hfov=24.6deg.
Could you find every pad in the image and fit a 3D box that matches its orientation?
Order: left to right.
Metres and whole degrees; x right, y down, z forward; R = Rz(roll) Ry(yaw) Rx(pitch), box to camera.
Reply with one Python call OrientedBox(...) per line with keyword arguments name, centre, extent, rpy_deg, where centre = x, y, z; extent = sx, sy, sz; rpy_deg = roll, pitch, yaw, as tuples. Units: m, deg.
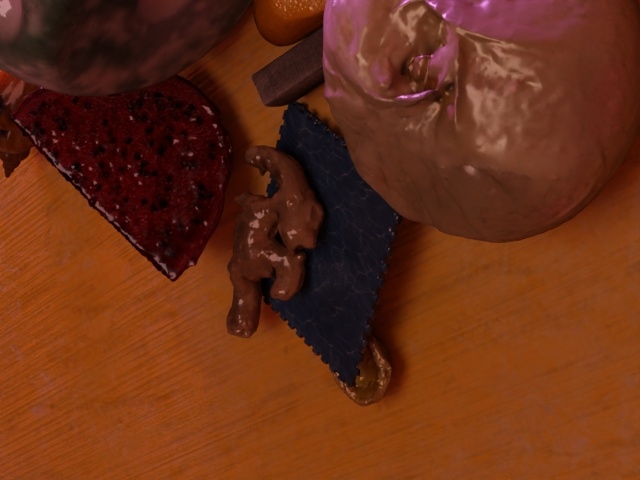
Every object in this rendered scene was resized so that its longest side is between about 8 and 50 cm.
OrientedBox(name="pad", centre=(0.000, 0.000, 1.757), extent=(0.270, 0.012, 0.268), rpy_deg=(41, 126, 47))

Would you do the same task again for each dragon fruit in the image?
OrientedBox(name="dragon fruit", centre=(-0.216, -0.108, 1.911), extent=(0.205, 0.152, 0.317), rpy_deg=(-44, 79, -3))

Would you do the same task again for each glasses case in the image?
OrientedBox(name="glasses case", centre=(0.011, -0.215, 1.690), extent=(0.205, 0.071, 0.047), rpy_deg=(-28, 82, 45))

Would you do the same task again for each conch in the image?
OrientedBox(name="conch", centre=(-0.420, -0.237, 2.110), extent=(0.109, 0.093, 0.330), rpy_deg=(35, 123, 32))

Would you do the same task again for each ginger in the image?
OrientedBox(name="ginger", centre=(-0.066, 0.021, 1.794), extent=(0.149, 0.065, 0.258), rpy_deg=(40, 124, 45))

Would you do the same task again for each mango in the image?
OrientedBox(name="mango", centre=(-0.011, -0.305, 1.671), extent=(0.141, 0.102, 0.217), rpy_deg=(52, 133, 16))

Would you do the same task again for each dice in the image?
OrientedBox(name="dice", centre=(-0.271, -0.398, 1.736), extent=(0.348, 0.328, 0.330), rpy_deg=(47, 128, 22))

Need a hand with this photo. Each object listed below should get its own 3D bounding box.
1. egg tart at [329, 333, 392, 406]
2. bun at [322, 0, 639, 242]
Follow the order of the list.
OrientedBox(name="egg tart", centre=(0.052, 0.146, 1.754), extent=(0.105, 0.039, 0.105), rpy_deg=(12, 108, 44))
OrientedBox(name="bun", centre=(0.141, -0.162, 1.467), extent=(0.361, 0.213, 0.361), rpy_deg=(9, 103, 43))
